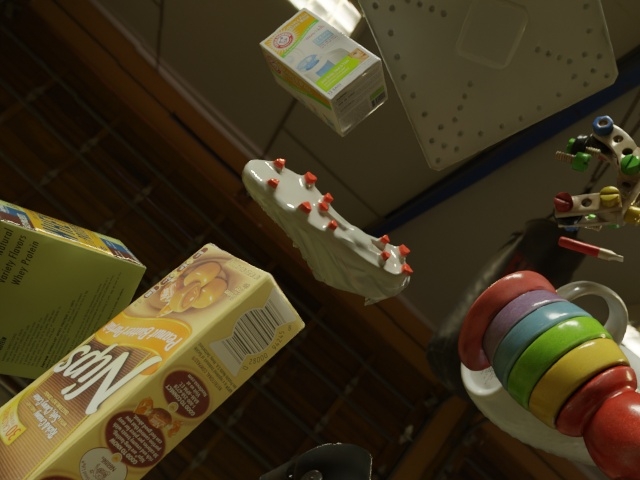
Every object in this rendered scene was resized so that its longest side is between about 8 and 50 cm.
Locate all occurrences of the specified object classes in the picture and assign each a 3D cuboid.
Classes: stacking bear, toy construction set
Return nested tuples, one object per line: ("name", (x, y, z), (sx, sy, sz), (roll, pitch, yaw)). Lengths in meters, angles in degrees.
("stacking bear", (0.332, 0.185, 0.725), (0.289, 0.175, 0.164), (52, -7, 46))
("toy construction set", (0.635, -0.082, 1.149), (0.237, 0.257, 0.308), (23, -40, 35))

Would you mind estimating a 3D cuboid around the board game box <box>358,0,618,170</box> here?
("board game box", (0.305, -0.382, 1.014), (0.390, 0.390, 0.050), (61, 6, -23))

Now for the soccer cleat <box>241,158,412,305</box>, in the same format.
("soccer cleat", (0.000, 0.000, 0.523), (0.196, 0.068, 0.076), (35, -57, -19))

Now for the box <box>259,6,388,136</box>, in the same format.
("box", (0.005, -0.297, 0.975), (0.203, 0.114, 0.103), (45, -7, 28))

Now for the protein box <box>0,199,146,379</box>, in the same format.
("protein box", (-0.399, 0.075, 0.790), (0.201, 0.199, 0.136), (25, 1, -40))

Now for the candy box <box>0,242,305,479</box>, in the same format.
("candy box", (-0.192, 0.145, 0.615), (0.183, 0.316, 0.087), (17, -37, 56))

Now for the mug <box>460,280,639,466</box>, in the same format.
("mug", (0.500, 0.257, 1.172), (0.328, 0.374, 0.276), (24, 12, -20))

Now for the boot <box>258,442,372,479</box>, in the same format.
("boot", (0.057, 0.468, 0.802), (0.445, 0.367, 0.146), (-71, 147, -77))
